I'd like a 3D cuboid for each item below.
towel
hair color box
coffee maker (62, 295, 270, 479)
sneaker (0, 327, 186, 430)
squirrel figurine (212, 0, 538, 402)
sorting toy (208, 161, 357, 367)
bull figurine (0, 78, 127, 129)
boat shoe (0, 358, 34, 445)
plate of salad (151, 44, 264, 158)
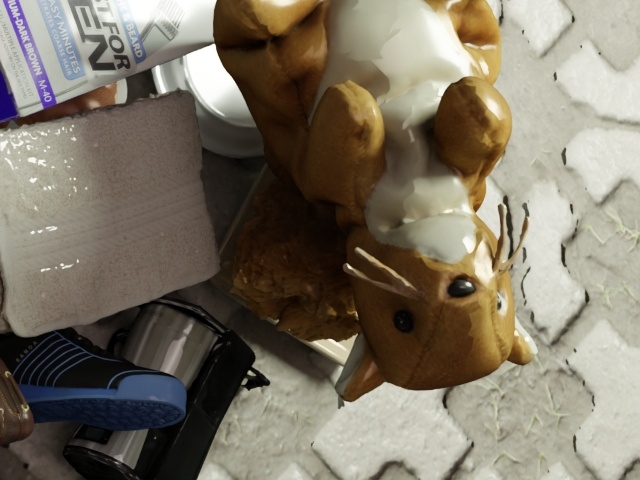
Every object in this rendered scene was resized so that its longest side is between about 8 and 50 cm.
[{"bbox_3d":[-0.204,-0.027,1.561,0.282,0.049,0.187,-20,108,-45],"label":"towel"},{"bbox_3d":[-0.192,-0.239,1.559,0.339,0.110,0.185,-28,101,-39],"label":"hair color box"},{"bbox_3d":[-0.138,0.166,1.637,0.171,0.120,0.178,34,67,-22],"label":"coffee maker"},{"bbox_3d":[-0.220,0.115,1.548,0.081,0.232,0.090,52,43,-55],"label":"sneaker"},{"bbox_3d":[0.063,-0.034,1.574,0.281,0.397,0.370,-13,76,-19],"label":"squirrel figurine"},{"bbox_3d":[0.000,0.000,1.783,0.193,0.038,0.208,33,74,-22],"label":"sorting toy"},{"bbox_3d":[-0.268,-0.084,1.615,0.188,0.101,0.310,7,76,-26],"label":"bull figurine"},{"bbox_3d":[-0.321,0.106,1.525,0.073,0.073,0.207,-4,44,-39],"label":"boat shoe"},{"bbox_3d":[-0.091,-0.181,1.761,0.200,0.048,0.199,5,82,-35],"label":"plate of salad"}]
